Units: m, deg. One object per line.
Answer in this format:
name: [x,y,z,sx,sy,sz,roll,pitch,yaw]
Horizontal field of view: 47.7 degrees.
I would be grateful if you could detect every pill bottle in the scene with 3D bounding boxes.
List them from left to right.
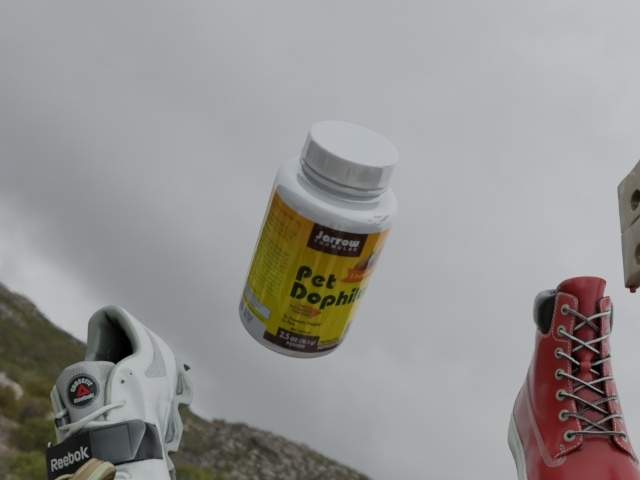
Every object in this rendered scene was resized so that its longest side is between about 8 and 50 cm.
pill bottle: [0.000,0.000,0.687,0.117,0.117,0.215,27,-58,13]

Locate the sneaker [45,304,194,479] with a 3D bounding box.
sneaker: [-0.202,0.193,0.667,0.330,0.123,0.146,-104,168,-54]

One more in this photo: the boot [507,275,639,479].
boot: [0.206,0.126,0.560,0.089,0.176,0.244,6,14,0]

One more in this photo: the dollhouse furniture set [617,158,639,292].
dollhouse furniture set: [0.364,-0.038,0.628,0.129,0.128,0.183,12,-33,0]

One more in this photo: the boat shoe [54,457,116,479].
boat shoe: [-0.222,0.217,0.552,0.048,0.153,0.056,45,7,10]
